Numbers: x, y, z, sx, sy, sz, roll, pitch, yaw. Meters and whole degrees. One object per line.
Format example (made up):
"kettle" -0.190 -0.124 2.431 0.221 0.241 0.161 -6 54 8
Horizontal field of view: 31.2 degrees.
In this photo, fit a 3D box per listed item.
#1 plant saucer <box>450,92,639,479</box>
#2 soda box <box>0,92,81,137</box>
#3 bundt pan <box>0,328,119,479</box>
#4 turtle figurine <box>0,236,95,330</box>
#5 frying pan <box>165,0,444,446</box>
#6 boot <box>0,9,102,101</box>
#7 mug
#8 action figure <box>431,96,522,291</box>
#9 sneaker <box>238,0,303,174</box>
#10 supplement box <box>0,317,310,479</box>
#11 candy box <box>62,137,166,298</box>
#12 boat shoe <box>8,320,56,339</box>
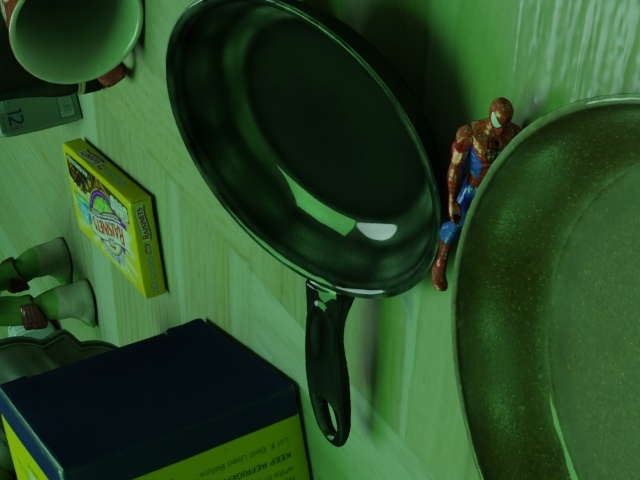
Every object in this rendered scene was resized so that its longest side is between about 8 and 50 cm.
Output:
"plant saucer" 0.158 0.091 0.447 0.310 0.050 0.311 42 140 48
"soda box" -0.340 -0.256 1.211 0.098 0.091 0.286 8 113 62
"bundt pan" -0.248 0.258 1.089 0.124 0.330 0.331 15 119 51
"turtle figurine" -0.422 0.116 1.407 0.197 0.266 0.275 9 113 63
"frying pan" 0.019 -0.001 0.665 0.197 0.053 0.326 3 128 48
"boot" -0.302 -0.224 1.096 0.198 0.137 0.077 67 155 13
"mug" -0.237 -0.216 1.004 0.169 0.113 0.150 56 149 39
"action figure" 0.078 -0.021 0.556 0.030 0.038 0.115 -101 12 -47
"sneaker" -0.025 -0.087 0.723 0.075 0.057 0.161 44 145 16
"supplement box" -0.122 0.280 0.975 0.195 0.194 0.357 24 126 58
"candy box" -0.213 -0.027 1.168 0.206 0.027 0.105 35 139 54
"boat shoe" -0.412 0.236 1.690 0.094 0.109 0.302 -120 33 -61
